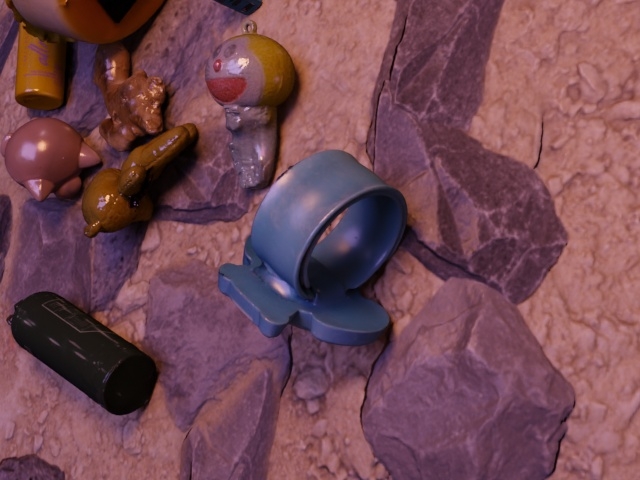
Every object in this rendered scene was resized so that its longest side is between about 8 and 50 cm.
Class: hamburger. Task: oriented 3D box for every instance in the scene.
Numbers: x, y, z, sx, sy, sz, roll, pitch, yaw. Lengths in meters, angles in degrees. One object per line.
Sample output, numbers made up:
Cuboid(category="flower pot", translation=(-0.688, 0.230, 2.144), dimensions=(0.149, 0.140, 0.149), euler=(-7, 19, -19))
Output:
Cuboid(category="hamburger", translation=(-0.343, -0.426, 1.534), dimensions=(0.179, 0.276, 0.294), euler=(37, 84, 26))

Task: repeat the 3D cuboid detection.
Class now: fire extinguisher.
Cuboid(category="fire extinguisher", translation=(-0.362, 0.150, 1.525), dimensions=(0.311, 0.114, 0.095), euler=(26, 57, 38))

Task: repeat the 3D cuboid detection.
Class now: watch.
Cuboid(category="watch", translation=(0.000, 0.000, 1.212), dimensions=(0.211, 0.211, 0.193), euler=(44, 124, 36))

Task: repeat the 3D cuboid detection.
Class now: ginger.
Cuboid(category="ginger", translation=(-0.286, -0.225, 1.580), dimensions=(0.133, 0.059, 0.214), euler=(-31, 60, 38))

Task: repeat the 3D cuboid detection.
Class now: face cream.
Cuboid(category="face cream", translation=(-0.453, -0.353, 1.728), dimensions=(0.078, 0.078, 0.273), euler=(-11, 72, 36))

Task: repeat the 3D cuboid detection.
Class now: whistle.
Cuboid(category="whistle", translation=(-0.097, -0.178, 1.389), dimensions=(0.123, 0.123, 0.223), euler=(4, 96, 39))

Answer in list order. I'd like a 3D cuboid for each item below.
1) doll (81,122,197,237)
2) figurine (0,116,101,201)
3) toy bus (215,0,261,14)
Cuboid(category="doll", translation=(-0.251, -0.085, 1.501), dimensions=(0.209, 0.097, 0.137), euler=(-37, 20, 17))
Cuboid(category="figurine", translation=(-0.422, -0.127, 1.627), dimensions=(0.138, 0.125, 0.125), euler=(40, 105, 24))
Cuboid(category="toy bus", translation=(-0.122, -0.346, 1.462), dimensions=(0.038, 0.083, 0.046), euler=(-32, 64, 30))
